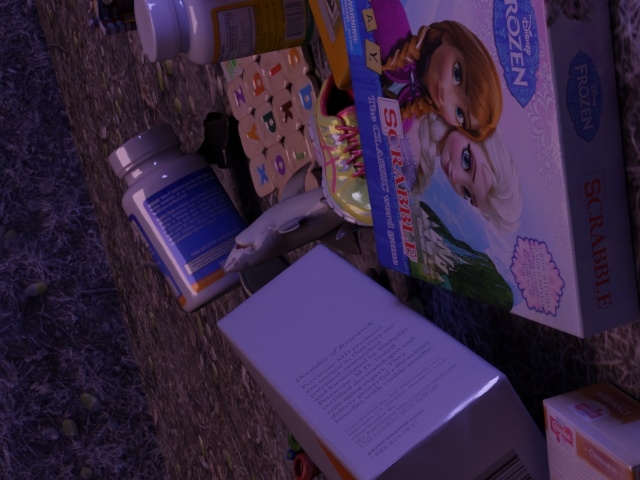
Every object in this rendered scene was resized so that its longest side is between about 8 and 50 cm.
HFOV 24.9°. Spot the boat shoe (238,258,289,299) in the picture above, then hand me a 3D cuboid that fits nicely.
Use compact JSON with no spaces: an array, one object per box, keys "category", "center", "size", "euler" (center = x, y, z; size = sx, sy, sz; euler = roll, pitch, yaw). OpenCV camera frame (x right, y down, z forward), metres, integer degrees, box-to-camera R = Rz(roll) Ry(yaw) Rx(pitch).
[{"category":"boat shoe","center":[-0.060,0.101,2.089],"size":[0.228,0.081,0.068],"euler":[-127,32,-47]}]

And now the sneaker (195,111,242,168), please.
[{"category":"sneaker","center":[-0.157,-0.161,2.251],"size":[0.170,0.051,0.089],"euler":[19,122,65]}]

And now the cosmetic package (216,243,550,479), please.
[{"category":"cosmetic package","center":[0.074,0.186,1.471],"size":[0.230,0.161,0.453],"euler":[57,172,-23]}]

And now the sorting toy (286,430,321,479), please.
[{"category":"sorting toy","center":[-0.021,0.324,2.230],"size":[0.061,0.042,0.102],"euler":[-37,55,55]}]

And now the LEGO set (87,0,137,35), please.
[{"category":"LEGO set","center":[-0.303,-0.472,2.214],"size":[0.331,0.192,0.255],"euler":[94,156,-44]}]

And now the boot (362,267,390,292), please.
[{"category":"boot","center":[0.061,0.085,1.772],"size":[0.118,0.042,0.087],"euler":[125,135,-67]}]

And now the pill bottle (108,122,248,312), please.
[{"category":"pill bottle","center":[-0.210,-0.039,2.232],"size":[0.272,0.152,0.152],"euler":[59,162,2]}]

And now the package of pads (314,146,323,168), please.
[{"category":"package of pads","center":[0.029,-0.089,1.703],"size":[0.083,0.050,0.032],"euler":[-120,23,-44]}]

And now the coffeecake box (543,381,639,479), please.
[{"category":"coffeecake box","center":[0.254,0.232,1.210],"size":[0.142,0.068,0.185],"euler":[-142,40,-64]}]

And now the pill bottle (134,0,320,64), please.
[{"category":"pill bottle","center":[-0.109,-0.273,1.726],"size":[0.117,0.208,0.117],"euler":[166,90,-73]}]

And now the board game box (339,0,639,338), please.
[{"category":"board game box","center":[0.134,-0.104,1.252],"size":[0.318,0.066,0.318],"euler":[18,122,59]}]

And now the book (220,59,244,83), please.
[{"category":"book","center":[-0.122,-0.288,2.070],"size":[0.096,0.035,0.144],"euler":[108,146,-51]}]

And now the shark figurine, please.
[{"category":"shark figurine","center":[0.024,-0.015,1.758],"size":[0.278,0.166,0.116],"euler":[-8,131,48]}]

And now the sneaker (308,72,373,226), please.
[{"category":"sneaker","center":[0.037,-0.104,1.618],"size":[0.094,0.081,0.208],"euler":[100,151,-49]}]

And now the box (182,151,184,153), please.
[{"category":"box","center":[-0.244,-0.058,2.621],"size":[0.109,0.042,0.178],"euler":[-123,26,-48]}]

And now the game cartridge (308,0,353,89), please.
[{"category":"game cartridge","center":[0.017,-0.361,1.527],"size":[0.285,0.053,0.323],"euler":[120,132,-66]}]

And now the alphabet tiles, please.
[{"category":"alphabet tiles","center":[-0.052,-0.162,1.922],"size":[0.278,0.021,0.284],"euler":[-25,81,66]}]
